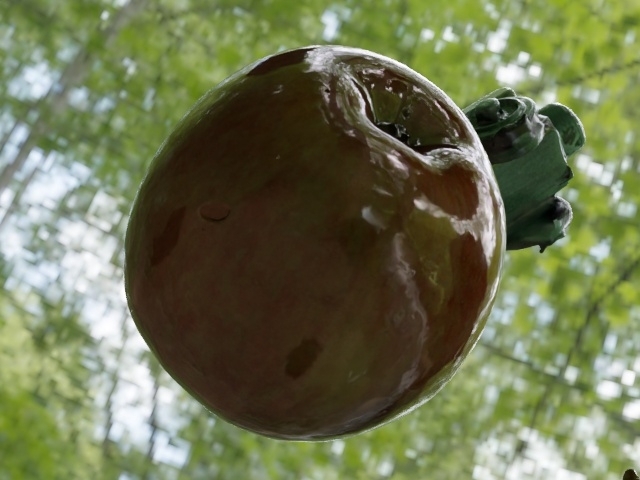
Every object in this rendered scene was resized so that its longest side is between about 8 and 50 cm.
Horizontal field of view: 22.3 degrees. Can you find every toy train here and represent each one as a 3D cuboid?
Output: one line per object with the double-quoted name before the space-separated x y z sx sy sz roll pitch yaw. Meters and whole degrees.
"toy train" 0.067 -0.022 1.499 0.237 0.369 0.150 23 -39 64

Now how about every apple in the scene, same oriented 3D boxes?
"apple" 0.000 0.000 0.806 0.188 0.188 0.174 29 -58 -10

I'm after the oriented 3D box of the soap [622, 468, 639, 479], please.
"soap" 0.313 0.120 0.866 0.338 0.169 0.304 -18 -32 1
